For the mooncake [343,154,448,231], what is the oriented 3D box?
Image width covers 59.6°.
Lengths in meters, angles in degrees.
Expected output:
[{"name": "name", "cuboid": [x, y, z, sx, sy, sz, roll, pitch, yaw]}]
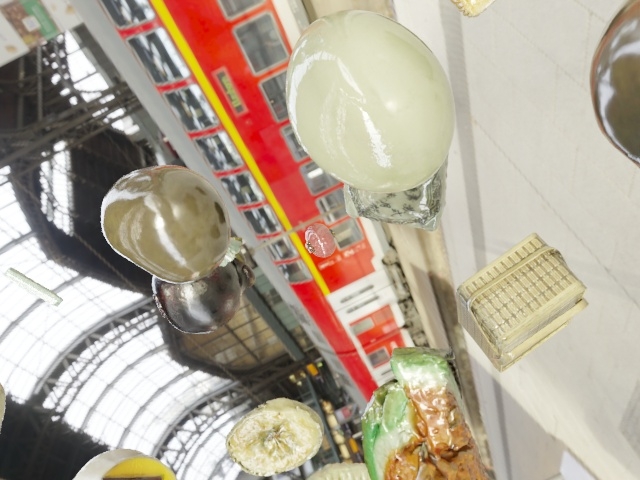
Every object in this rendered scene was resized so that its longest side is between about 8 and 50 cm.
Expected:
[{"name": "mooncake", "cuboid": [0.175, -0.144, 1.339, 0.136, 0.250, 0.255, -58, -28, -47]}]

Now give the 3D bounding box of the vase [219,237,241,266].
[{"name": "vase", "cuboid": [-0.269, -0.011, 1.340, 0.148, 0.081, 0.081, 43, -169, -29]}]

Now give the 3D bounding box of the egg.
[{"name": "egg", "cuboid": [0.065, -0.190, 0.776, 0.269, 0.219, 0.219, 49, 177, 15]}]

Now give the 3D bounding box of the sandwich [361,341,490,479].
[{"name": "sandwich", "cuboid": [0.143, 0.308, 0.753, 0.250, 0.161, 0.301, 49, -152, -60]}]

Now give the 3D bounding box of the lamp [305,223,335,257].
[{"name": "lamp", "cuboid": [0.000, 0.000, 1.686, 0.108, 0.092, 0.107, 55, 168, 18]}]

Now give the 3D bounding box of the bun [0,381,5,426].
[{"name": "bun", "cuboid": [-0.770, 0.380, 1.218, 0.102, 0.183, 0.183, 18, -142, -49]}]

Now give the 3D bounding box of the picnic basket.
[{"name": "picnic basket", "cuboid": [0.443, 0.155, 1.251, 0.175, 0.228, 0.313, 54, 178, 27]}]

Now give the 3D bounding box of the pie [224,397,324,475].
[{"name": "pie", "cuboid": [-0.123, 0.542, 1.528, 0.274, 0.274, 0.055, 63, -179, -31]}]

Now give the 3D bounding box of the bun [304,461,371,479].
[{"name": "bun", "cuboid": [0.047, 0.445, 0.802, 0.244, 0.243, 0.153, -115, 23, -54]}]

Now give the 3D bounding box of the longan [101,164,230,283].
[{"name": "longan", "cuboid": [-0.289, -0.029, 1.081, 0.215, 0.246, 0.246, -38, -75, -49]}]

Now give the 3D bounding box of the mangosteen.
[{"name": "mangosteen", "cuboid": [-0.353, 0.141, 1.712, 0.296, 0.313, 0.297, -1, 89, 55]}]

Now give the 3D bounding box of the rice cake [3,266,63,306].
[{"name": "rice cake", "cuboid": [-0.795, 0.131, 1.552, 0.170, 0.033, 0.029, 34, 178, -12]}]

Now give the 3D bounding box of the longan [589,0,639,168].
[{"name": "longan", "cuboid": [0.464, -0.177, 0.604, 0.288, 0.288, 0.350, 62, -172, -56]}]

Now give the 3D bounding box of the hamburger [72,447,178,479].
[{"name": "hamburger", "cuboid": [-0.370, 0.536, 1.016, 0.227, 0.151, 0.295, 30, -124, -28]}]

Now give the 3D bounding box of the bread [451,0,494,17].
[{"name": "bread", "cuboid": [0.286, -0.616, 1.187, 0.288, 0.152, 0.119, 43, -143, -12]}]
